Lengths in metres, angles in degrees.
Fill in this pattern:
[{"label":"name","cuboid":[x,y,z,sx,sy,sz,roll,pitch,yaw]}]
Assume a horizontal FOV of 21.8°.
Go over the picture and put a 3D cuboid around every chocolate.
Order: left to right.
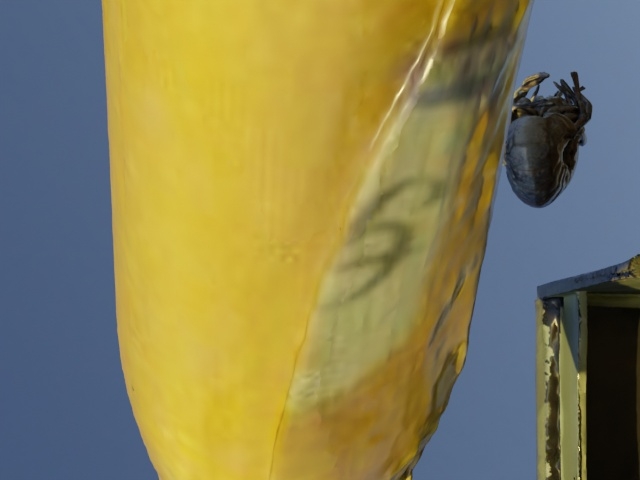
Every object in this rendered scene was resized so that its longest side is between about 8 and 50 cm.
[{"label":"chocolate","cuboid":[0.000,0.000,0.641,0.162,0.162,0.445,-63,-18,-51]}]

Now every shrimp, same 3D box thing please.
[{"label":"shrimp","cuboid":[0.135,-0.068,0.999,0.165,0.057,0.065,-72,-22,-58]}]

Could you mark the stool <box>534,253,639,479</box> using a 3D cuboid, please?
[{"label":"stool","cuboid":[0.227,0.139,0.948,0.269,0.170,0.243,116,154,-84]}]
